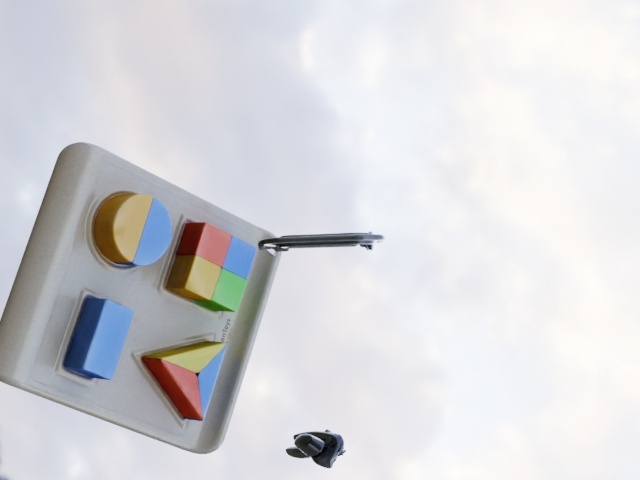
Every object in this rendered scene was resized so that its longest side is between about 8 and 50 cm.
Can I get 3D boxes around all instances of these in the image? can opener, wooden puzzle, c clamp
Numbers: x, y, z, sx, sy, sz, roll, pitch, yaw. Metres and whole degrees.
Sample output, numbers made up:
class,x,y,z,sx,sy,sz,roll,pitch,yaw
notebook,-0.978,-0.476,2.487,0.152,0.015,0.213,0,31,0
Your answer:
class,x,y,z,sx,sy,sz,roll,pitch,yaw
can opener,-0.011,0.322,2.429,0.073,0.059,0.186,44,-15,-8
wooden puzzle,-0.219,0.080,1.980,0.080,0.347,0.322,-2,-113,55
c clamp,0.000,0.000,1.736,0.137,0.160,0.022,19,70,-74
